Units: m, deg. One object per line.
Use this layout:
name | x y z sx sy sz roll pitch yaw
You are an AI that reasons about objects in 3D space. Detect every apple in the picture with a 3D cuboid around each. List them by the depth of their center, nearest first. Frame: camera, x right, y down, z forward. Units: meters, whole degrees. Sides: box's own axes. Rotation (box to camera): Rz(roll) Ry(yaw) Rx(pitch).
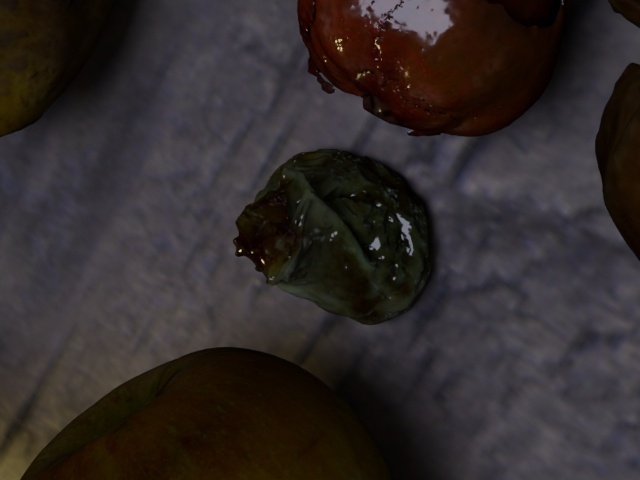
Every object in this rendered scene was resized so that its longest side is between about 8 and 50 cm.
apple | -0.063 0.182 0.808 0.237 0.237 0.207 -26 102 30

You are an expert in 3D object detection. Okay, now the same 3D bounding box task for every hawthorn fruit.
hawthorn fruit | 0.068 -0.141 0.741 0.148 0.148 0.172 25 89 25

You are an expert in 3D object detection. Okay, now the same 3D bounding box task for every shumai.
shumai | 0.000 -0.001 0.822 0.124 0.087 0.099 26 107 23

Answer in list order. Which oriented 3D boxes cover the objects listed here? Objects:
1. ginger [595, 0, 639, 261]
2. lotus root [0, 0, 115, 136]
ginger | 0.300 -0.041 0.600 0.418 0.176 0.254 12 110 30
lotus root | -0.215 -0.206 0.880 0.193 0.193 0.290 6 97 29
